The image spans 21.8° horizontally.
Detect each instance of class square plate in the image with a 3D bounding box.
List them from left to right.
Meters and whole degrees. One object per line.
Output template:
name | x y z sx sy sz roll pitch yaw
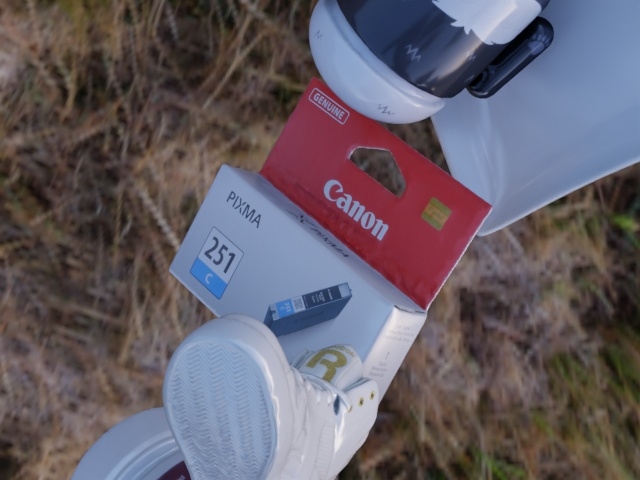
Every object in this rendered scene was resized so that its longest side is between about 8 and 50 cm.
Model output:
square plate | 0.226 -0.217 1.686 0.347 0.049 0.344 -27 79 47

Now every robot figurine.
robot figurine | 0.113 -0.242 1.633 0.209 0.173 0.278 50 116 9

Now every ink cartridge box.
ink cartridge box | 0.000 0.000 1.713 0.066 0.296 0.261 13 110 -49

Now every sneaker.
sneaker | -0.032 0.120 1.327 0.108 0.169 0.292 25 144 21

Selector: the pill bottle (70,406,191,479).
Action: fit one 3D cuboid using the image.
pill bottle | -0.063 0.319 1.519 0.224 0.392 0.224 -18 122 -31
